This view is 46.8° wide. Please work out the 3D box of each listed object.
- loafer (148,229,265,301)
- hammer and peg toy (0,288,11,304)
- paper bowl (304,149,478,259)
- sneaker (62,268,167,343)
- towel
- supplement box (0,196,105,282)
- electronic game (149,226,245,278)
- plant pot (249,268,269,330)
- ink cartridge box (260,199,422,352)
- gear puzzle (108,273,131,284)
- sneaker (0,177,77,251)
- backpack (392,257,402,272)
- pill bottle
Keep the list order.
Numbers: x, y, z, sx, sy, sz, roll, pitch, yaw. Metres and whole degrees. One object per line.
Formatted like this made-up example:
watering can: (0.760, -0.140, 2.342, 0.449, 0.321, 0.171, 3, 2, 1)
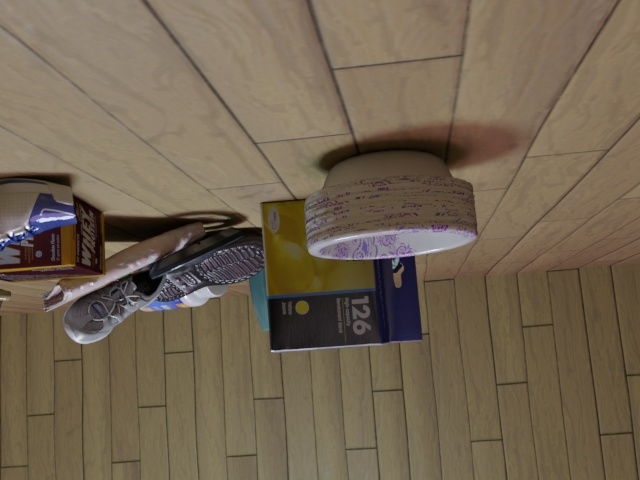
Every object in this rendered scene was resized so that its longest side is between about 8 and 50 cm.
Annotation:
loafer: (-0.290, 0.038, 1.860, 0.365, 0.130, 0.134, -16, 134, 18)
hammer and peg toy: (-0.818, 0.121, 1.596, 0.265, 0.128, 0.361, 16, -179, -22)
paper bowl: (0.114, -0.059, 1.234, 0.284, 0.148, 0.284, -3, 171, -1)
sneaker: (-0.460, 0.128, 1.668, 0.115, 0.105, 0.281, -41, 179, 40)
towel: (-0.455, 0.058, 1.670, 0.331, 0.053, 0.317, -28, -175, -31)
supplement box: (-0.525, 0.001, 1.379, 0.191, 0.129, 0.194, -4, 172, 1)
electronic game: (-0.272, 0.029, 1.639, 0.229, 0.048, 0.229, -26, -177, 2)
plant pot: (-0.110, 0.139, 2.122, 0.165, 0.235, 0.165, -1, 170, -19)
ink cartridge box: (0.041, 0.065, 1.493, 0.307, 0.304, 0.072, -6, 172, 4)
gear puzzle: (-0.644, 0.126, 2.404, 0.338, 0.044, 0.175, -4, 171, -4)
sneaker: (-0.555, 0.000, 1.193, 0.315, 0.182, 0.127, -2, 172, -13)
backpack: (0.119, -0.011, 1.627, 0.115, 0.152, 0.182, -15, 155, 27)
pill bottle: (-0.406, 0.121, 2.135, 0.271, 0.153, 0.152, -8, 170, 30)
